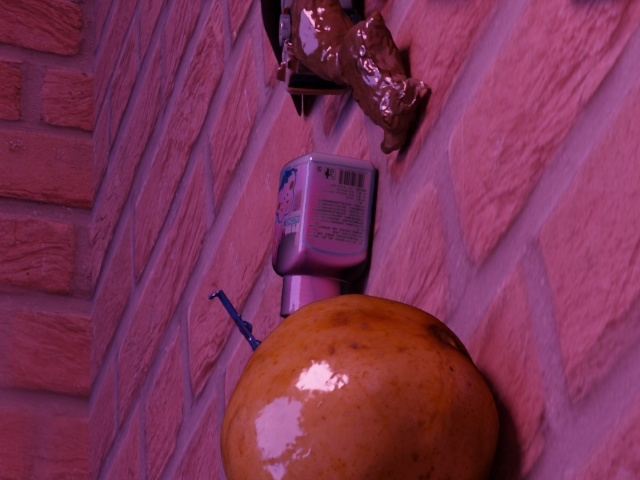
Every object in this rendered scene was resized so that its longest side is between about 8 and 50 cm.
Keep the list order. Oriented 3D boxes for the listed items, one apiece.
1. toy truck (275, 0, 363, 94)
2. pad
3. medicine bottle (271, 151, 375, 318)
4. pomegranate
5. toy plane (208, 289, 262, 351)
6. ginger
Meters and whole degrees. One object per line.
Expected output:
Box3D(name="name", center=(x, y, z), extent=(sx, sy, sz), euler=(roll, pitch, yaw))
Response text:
Box3D(name="toy truck", center=(-0.008, -0.284, 2.219), extent=(0.140, 0.108, 0.257), euler=(97, 171, -47))
Box3D(name="pad", center=(-0.050, -0.292, 2.302), extent=(0.266, 0.002, 0.176), euler=(67, -161, -61))
Box3D(name="medicine bottle", center=(0.000, 0.000, 2.061), extent=(0.119, 0.094, 0.188), euler=(162, 116, -69))
Box3D(name="pomegranate", center=(0.033, 0.175, 1.620), extent=(0.260, 0.260, 0.260), euler=(-172, 90, -73))
Box3D(name="toy plane", center=(-0.037, 0.158, 2.031), extent=(0.105, 0.254, 0.271), euler=(-37, -2, 5))
Box3D(name="ginger", center=(0.031, -0.221, 2.013), extent=(0.290, 0.084, 0.122), euler=(57, 150, 39))
